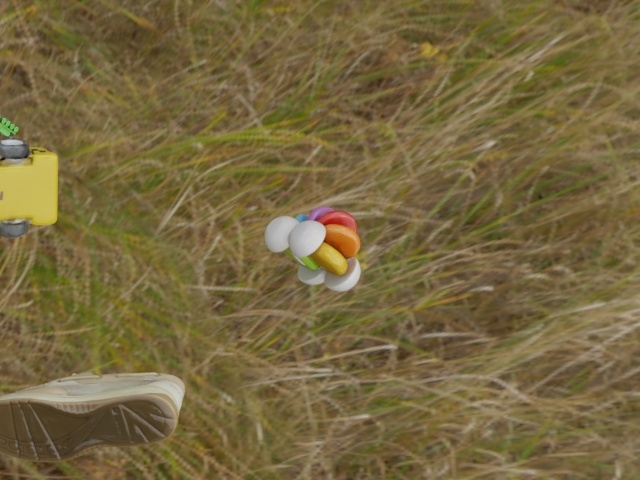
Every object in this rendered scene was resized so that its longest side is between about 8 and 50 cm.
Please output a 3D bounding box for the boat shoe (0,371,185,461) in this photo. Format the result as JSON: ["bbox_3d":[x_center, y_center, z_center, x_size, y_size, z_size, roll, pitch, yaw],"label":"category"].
[{"bbox_3d":[-0.343,0.242,1.610,0.302,0.098,0.109,-7,113,9],"label":"boat shoe"}]

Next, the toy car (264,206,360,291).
[{"bbox_3d":[0.000,0.000,2.071,0.159,0.182,0.136,45,70,-33],"label":"toy car"}]

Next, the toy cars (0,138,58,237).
[{"bbox_3d":[-0.450,0.012,1.159,0.394,0.087,0.176,-43,125,-8],"label":"toy cars"}]

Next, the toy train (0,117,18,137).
[{"bbox_3d":[-0.496,-0.180,1.737,0.017,0.083,0.023,27,82,21],"label":"toy train"}]
